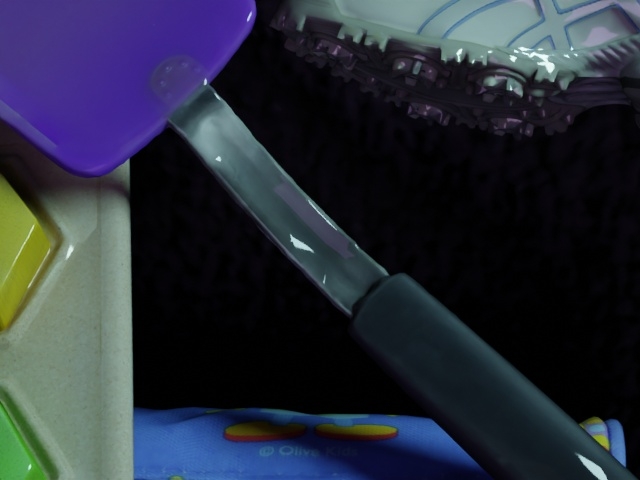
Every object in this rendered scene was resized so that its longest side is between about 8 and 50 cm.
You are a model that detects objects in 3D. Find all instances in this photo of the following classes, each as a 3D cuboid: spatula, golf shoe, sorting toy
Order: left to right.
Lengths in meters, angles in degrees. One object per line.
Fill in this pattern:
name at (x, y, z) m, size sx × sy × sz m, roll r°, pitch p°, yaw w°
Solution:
sorting toy at (-0.152, 0.041, 0.558) m, size 0.193 × 0.208 × 0.038 m, roll -7°, pitch 146°, yaw 5°
spatula at (0.000, 0.000, 0.569) m, size 0.296 × 0.030 × 0.084 m, roll 43°, pitch 79°, yaw 1°
golf shoe at (0.075, -0.076, 0.582) m, size 0.176 × 0.069 × 0.086 m, roll 9°, pitch 80°, yaw 8°

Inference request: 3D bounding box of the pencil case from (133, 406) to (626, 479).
pencil case at (-0.042, 0.108, 0.626) m, size 0.306 × 0.119 × 0.133 m, roll 4°, pitch 157°, yaw -1°
